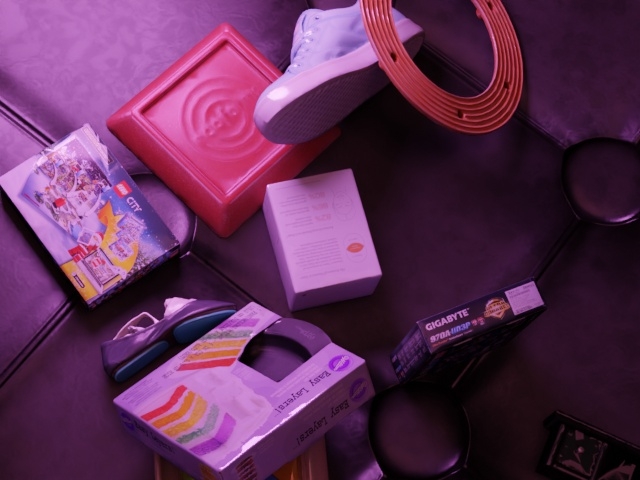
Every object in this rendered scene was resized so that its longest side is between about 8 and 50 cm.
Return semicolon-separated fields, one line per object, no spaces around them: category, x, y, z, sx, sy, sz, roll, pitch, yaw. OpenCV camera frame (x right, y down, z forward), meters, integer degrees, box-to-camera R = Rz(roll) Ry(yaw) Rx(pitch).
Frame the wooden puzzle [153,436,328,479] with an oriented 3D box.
wooden puzzle;-0.105;0.331;1.845;0.239;0.044;0.221;-3;71;-8

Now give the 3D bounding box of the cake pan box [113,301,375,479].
cake pan box;-0.098;0.205;1.787;0.267;0.070;0.246;-34;39;-27

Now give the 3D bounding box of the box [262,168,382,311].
box;0.000;0.000;1.950;0.130;0.091;0.170;-11;72;-11

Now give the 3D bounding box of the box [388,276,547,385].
box;0.199;0.128;1.860;0.175;0.220;0.051;-20;77;-12

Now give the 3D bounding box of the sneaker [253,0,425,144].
sneaker;-0.004;-0.260;1.997;0.150;0.135;0.366;39;42;16

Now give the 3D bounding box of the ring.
ring;0.180;-0.311;2.039;0.336;0.032;0.336;19;58;-34

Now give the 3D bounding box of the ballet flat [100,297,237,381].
ballet flat;-0.218;0.121;1.894;0.203;0.074;0.074;-29;76;-11

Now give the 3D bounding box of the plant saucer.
plant saucer;-0.142;-0.178;2.021;0.259;0.048;0.258;44;71;10

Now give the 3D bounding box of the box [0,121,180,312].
box;-0.333;-0.035;1.947;0.159;0.044;0.233;-34;78;-17

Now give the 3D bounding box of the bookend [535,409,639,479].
bookend;0.365;0.341;1.882;0.157;0.072;0.156;25;70;3
